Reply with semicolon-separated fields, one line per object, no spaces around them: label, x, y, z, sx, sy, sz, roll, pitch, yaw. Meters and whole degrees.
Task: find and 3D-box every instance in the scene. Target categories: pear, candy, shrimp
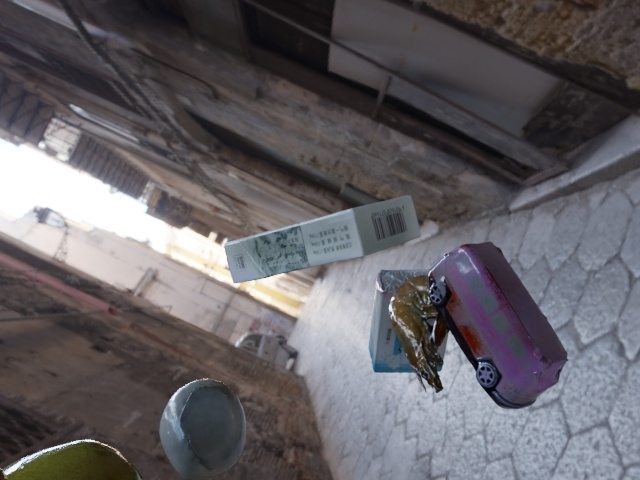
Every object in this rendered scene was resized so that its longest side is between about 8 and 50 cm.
pear;-0.454;0.491;1.011;0.304;0.304;0.303;25;-90;-89
candy;-0.349;0.560;1.811;0.185;0.295;0.295;-22;32;44
shrimp;0.226;0.179;1.244;0.152;0.063;0.287;-32;40;14

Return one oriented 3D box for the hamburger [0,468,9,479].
hamburger;-0.482;0.360;0.744;0.213;0.214;0.108;-65;-35;-29

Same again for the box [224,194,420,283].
box;0.000;0.001;0.925;0.257;0.069;0.164;-14;1;39

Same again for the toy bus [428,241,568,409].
toy bus;0.320;0.148;1.116;0.147;0.128;0.302;-53;50;35

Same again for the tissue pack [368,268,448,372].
tissue pack;0.233;0.213;1.588;0.124;0.202;0.271;-106;17;-58
